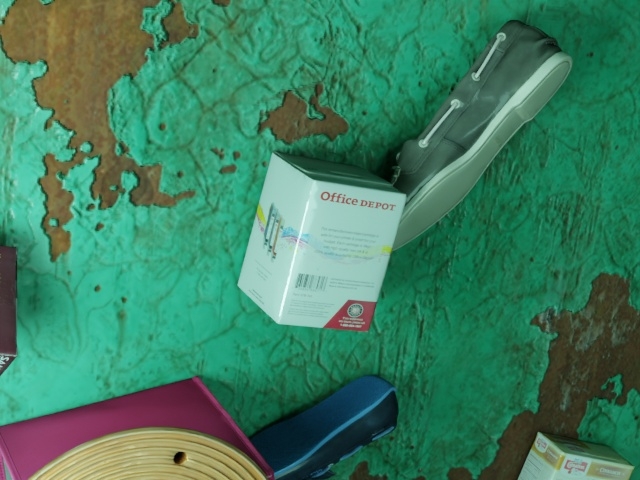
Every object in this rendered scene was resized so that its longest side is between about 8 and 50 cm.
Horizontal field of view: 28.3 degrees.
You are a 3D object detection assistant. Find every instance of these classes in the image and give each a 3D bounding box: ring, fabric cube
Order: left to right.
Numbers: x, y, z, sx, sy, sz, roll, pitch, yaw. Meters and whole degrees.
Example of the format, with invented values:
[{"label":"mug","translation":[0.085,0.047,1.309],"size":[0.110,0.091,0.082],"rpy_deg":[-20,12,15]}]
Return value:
[{"label":"ring","translation":[-0.193,0.339,1.295],"size":[0.336,0.032,0.337],"rpy_deg":[-9,112,-22]},{"label":"fabric cube","translation":[-0.210,0.344,1.454],"size":[0.258,0.254,0.259],"rpy_deg":[-12,114,-23]}]

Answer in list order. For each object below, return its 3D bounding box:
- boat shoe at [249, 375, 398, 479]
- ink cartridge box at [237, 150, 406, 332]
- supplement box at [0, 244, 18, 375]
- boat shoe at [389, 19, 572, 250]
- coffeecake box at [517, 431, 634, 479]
[{"label":"boat shoe","translation":[-0.003,0.272,1.612],"size":[0.258,0.109,0.089],"rpy_deg":[-25,122,-12]},{"label":"ink cartridge box","translation":[0.000,0.000,1.492],"size":[0.128,0.127,0.176],"rpy_deg":[8,106,-28]},{"label":"supplement box","translation":[-0.436,0.061,1.303],"size":[0.239,0.130,0.073],"rpy_deg":[9,149,-28]},{"label":"boat shoe","translation":[0.164,-0.128,1.556],"size":[0.335,0.095,0.112],"rpy_deg":[-46,157,1]},{"label":"coffeecake box","translation":[0.350,0.383,1.843],"size":[0.142,0.068,0.185],"rpy_deg":[16,102,-29]}]
